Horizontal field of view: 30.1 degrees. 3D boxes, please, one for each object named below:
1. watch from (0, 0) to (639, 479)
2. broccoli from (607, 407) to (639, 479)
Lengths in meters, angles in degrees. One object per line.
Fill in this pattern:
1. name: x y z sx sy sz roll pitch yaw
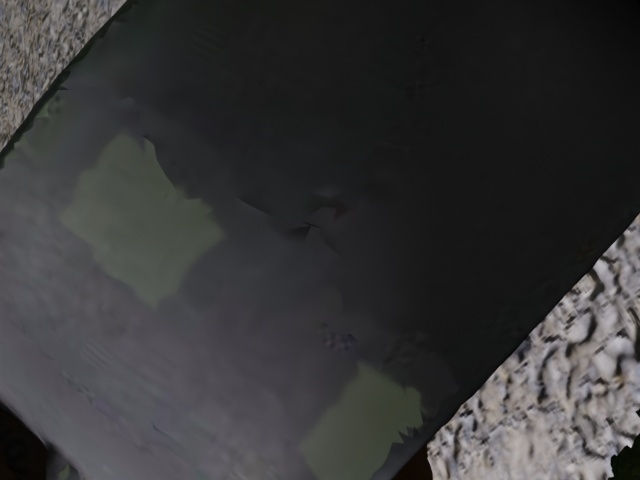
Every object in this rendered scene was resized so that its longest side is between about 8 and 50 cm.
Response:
1. watch: 0.000 0.000 0.496 0.314 0.335 0.327 45 113 7
2. broccoli: 0.157 0.124 0.318 0.321 0.283 0.303 -124 34 -55
